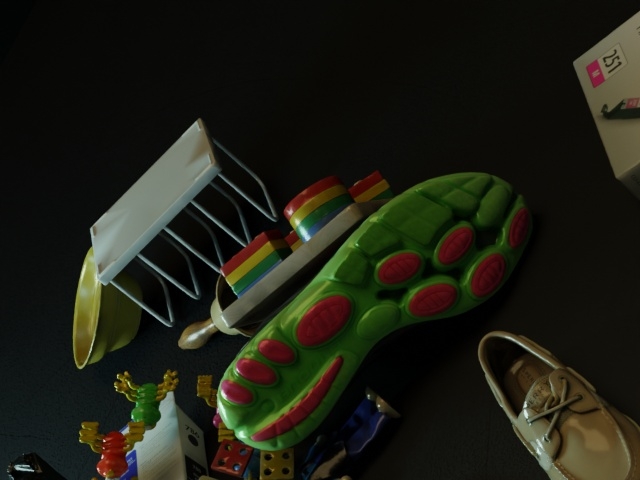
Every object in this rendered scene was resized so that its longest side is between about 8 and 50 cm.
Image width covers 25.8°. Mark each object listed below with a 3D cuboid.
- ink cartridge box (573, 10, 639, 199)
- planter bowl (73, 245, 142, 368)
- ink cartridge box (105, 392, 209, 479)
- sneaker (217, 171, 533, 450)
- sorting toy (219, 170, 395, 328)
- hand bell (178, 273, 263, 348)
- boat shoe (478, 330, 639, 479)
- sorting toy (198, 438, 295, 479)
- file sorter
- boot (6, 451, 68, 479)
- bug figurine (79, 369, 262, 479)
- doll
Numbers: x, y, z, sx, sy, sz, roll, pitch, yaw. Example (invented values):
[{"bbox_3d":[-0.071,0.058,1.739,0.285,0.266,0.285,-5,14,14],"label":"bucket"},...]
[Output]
[{"bbox_3d":[0.448,-0.208,1.730,0.239,0.060,0.275,-39,31,24],"label":"ink cartridge box"},{"bbox_3d":[-0.366,0.120,2.440,0.217,0.090,0.217,-173,90,-70],"label":"planter bowl"},{"bbox_3d":[-0.237,0.373,2.027,0.165,0.065,0.332,-41,31,17],"label":"ink cartridge box"},{"bbox_3d":[0.058,0.071,1.824,0.483,0.185,0.202,-36,10,1],"label":"sneaker"},{"bbox_3d":[0.000,0.000,1.924,0.255,0.089,0.257,-40,-14,25],"label":"sorting toy"},{"bbox_3d":[-0.163,0.129,2.191,0.242,0.126,0.126,-34,31,50],"label":"hand bell"},{"bbox_3d":[0.256,0.190,1.499,0.109,0.098,0.302,-47,29,7],"label":"boat shoe"},{"bbox_3d":[-0.123,0.365,1.810,0.132,0.046,0.274,15,56,20],"label":"sorting toy"},{"bbox_3d":[-0.227,-0.026,2.360,0.278,0.173,0.193,-44,28,11],"label":"file sorter"},{"bbox_3d":[-0.372,0.435,1.997,0.094,0.207,0.246,-39,31,21],"label":"boot"},{"bbox_3d":[-0.192,0.270,1.982,0.279,0.072,0.216,0,33,1],"label":"bug figurine"},{"bbox_3d":[0.019,0.274,1.793,0.189,0.046,0.129,-49,24,-1],"label":"doll"}]
